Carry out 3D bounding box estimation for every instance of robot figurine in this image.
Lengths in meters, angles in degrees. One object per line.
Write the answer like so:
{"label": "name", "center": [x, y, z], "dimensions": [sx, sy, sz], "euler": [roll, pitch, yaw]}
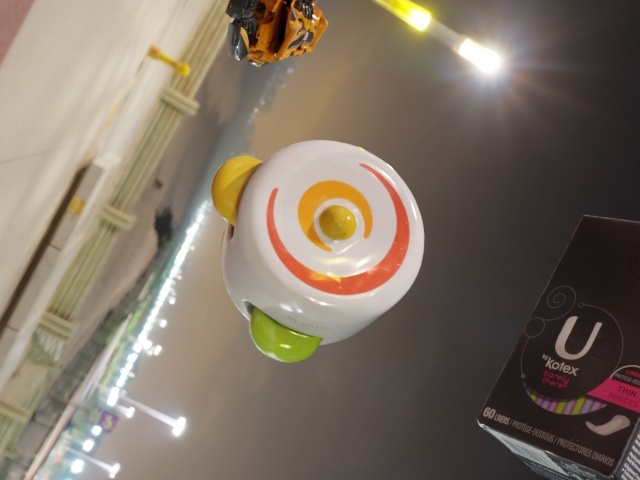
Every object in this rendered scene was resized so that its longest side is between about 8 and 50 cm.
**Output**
{"label": "robot figurine", "center": [-0.020, -0.337, 0.938], "dimensions": [0.211, 0.085, 0.291], "euler": [-41, 157, -61]}

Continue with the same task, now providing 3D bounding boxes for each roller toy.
{"label": "roller toy", "center": [0.000, 0.000, 0.803], "dimensions": [0.191, 0.209, 0.146], "euler": [-18, 167, -21]}

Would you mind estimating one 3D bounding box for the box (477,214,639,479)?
{"label": "box", "center": [0.316, 0.126, 0.824], "dimensions": [0.165, 0.143, 0.270], "euler": [12, -115, 51]}
